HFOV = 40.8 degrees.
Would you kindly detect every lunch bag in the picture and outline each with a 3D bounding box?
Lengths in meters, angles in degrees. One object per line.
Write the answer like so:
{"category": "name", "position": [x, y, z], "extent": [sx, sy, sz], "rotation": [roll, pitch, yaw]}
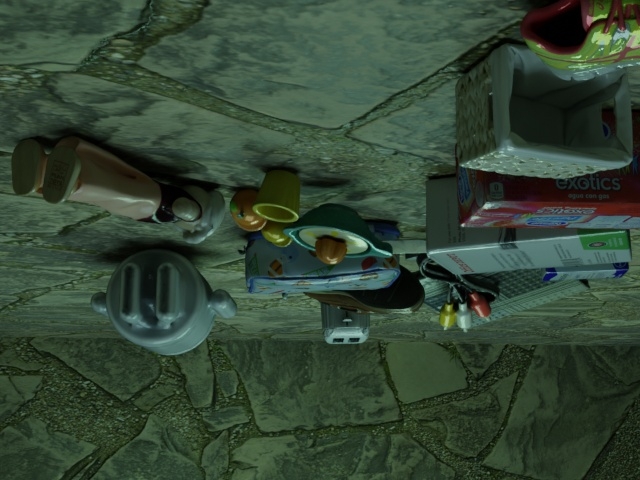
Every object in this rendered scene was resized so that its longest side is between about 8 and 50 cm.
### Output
{"category": "lunch bag", "position": [-0.006, 0.040, 1.640], "extent": [0.303, 0.115, 0.243], "rotation": [-1, 169, -6]}

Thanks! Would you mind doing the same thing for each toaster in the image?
{"category": "toaster", "position": [0.062, 0.180, 2.174], "extent": [0.129, 0.146, 0.227], "rotation": [0, 167, -2]}

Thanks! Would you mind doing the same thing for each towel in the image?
{"category": "towel", "position": [0.369, 0.083, 1.831], "extent": [0.324, 0.056, 0.312], "rotation": [-23, 145, 33]}

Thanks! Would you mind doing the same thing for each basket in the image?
{"category": "basket", "position": [0.234, -0.131, 0.920], "extent": [0.167, 0.113, 0.103], "rotation": [5, 170, -25]}

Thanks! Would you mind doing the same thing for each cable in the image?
{"category": "cable", "position": [0.284, 0.099, 1.725], "extent": [0.139, 0.072, 0.287], "rotation": [-16, 148, 12]}

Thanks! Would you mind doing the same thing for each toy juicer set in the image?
{"category": "toy juicer set", "position": [0.000, 0.000, 1.375], "extent": [0.329, 0.090, 0.209], "rotation": [22, 159, -31]}

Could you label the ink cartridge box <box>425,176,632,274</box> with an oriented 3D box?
{"category": "ink cartridge box", "position": [0.323, -0.030, 1.334], "extent": [0.289, 0.122, 0.211], "rotation": [-6, 166, 20]}

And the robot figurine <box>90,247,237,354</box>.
{"category": "robot figurine", "position": [-0.329, 0.134, 1.813], "extent": [0.299, 0.200, 0.353], "rotation": [3, 167, 3]}

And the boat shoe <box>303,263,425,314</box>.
{"category": "boat shoe", "position": [0.093, 0.100, 1.812], "extent": [0.307, 0.111, 0.104], "rotation": [13, 156, 35]}

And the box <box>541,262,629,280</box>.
{"category": "box", "position": [0.443, -0.001, 1.466], "extent": [0.137, 0.126, 0.072], "rotation": [-4, 168, 8]}

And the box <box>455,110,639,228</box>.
{"category": "box", "position": [0.309, -0.086, 1.086], "extent": [0.256, 0.123, 0.128], "rotation": [0, 167, -6]}

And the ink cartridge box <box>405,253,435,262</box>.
{"category": "ink cartridge box", "position": [0.237, 0.027, 1.780], "extent": [0.115, 0.029, 0.063], "rotation": [9, 163, -35]}

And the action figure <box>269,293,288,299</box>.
{"category": "action figure", "position": [-0.017, 0.089, 1.975], "extent": [0.232, 0.064, 0.137], "rotation": [-17, 157, 40]}

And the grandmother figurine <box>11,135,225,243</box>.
{"category": "grandmother figurine", "position": [-0.252, -0.063, 1.218], "extent": [0.207, 0.104, 0.342], "rotation": [23, -176, 31]}

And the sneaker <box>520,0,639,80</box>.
{"category": "sneaker", "position": [0.263, -0.190, 0.730], "extent": [0.094, 0.081, 0.208], "rotation": [14, 161, -42]}
